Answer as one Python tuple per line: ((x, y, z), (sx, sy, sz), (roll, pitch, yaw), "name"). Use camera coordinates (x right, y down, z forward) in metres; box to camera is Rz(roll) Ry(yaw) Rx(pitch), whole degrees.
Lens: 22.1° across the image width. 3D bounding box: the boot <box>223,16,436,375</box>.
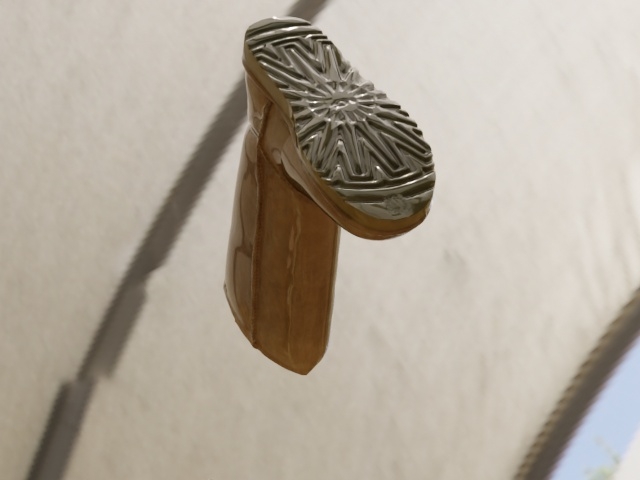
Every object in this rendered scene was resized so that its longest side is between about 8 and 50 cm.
((0.000, 0.000, 1.224), (0.089, 0.236, 0.269), (-10, -45, -19), "boot")
